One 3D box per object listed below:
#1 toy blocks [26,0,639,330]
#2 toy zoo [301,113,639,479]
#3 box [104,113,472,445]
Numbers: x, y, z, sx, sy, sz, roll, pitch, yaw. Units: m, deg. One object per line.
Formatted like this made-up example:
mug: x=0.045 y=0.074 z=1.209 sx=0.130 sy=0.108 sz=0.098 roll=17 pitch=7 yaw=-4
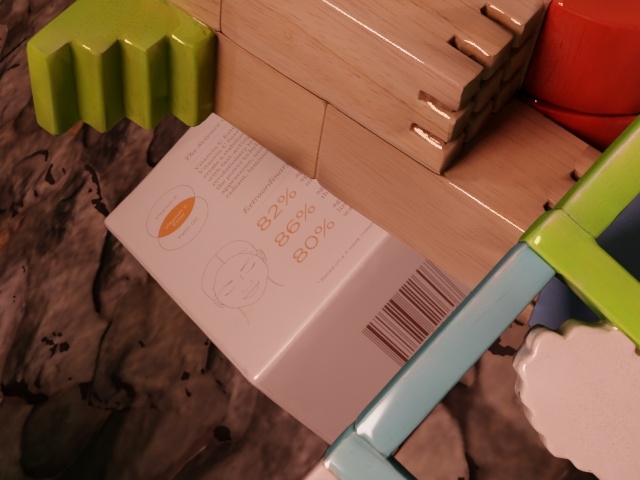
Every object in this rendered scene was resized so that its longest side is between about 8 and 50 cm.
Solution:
toy blocks: x=0.116 y=-0.118 z=0.567 sx=0.261 sy=0.190 sz=0.381 roll=35 pitch=60 yaw=16
toy zoo: x=0.078 y=0.121 z=0.444 sx=0.293 sy=0.192 sz=0.030 roll=-48 pitch=-1 yaw=0
box: x=0.000 y=0.000 z=0.686 sx=0.130 sy=0.091 sz=0.170 roll=-48 pitch=38 yaw=-1
